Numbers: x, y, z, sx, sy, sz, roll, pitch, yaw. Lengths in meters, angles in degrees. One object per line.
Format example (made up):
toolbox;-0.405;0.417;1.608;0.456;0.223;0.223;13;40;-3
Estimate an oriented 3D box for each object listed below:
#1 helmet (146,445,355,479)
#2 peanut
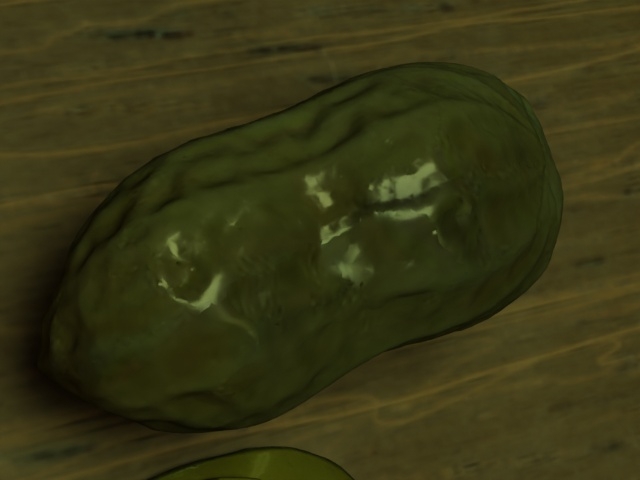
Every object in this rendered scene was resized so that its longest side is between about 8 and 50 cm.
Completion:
helmet;-0.022;0.200;0.866;0.257;0.140;0.205;-34;95;-31
peanut;0.000;0.000;0.929;0.313;0.152;0.152;-20;88;-32
